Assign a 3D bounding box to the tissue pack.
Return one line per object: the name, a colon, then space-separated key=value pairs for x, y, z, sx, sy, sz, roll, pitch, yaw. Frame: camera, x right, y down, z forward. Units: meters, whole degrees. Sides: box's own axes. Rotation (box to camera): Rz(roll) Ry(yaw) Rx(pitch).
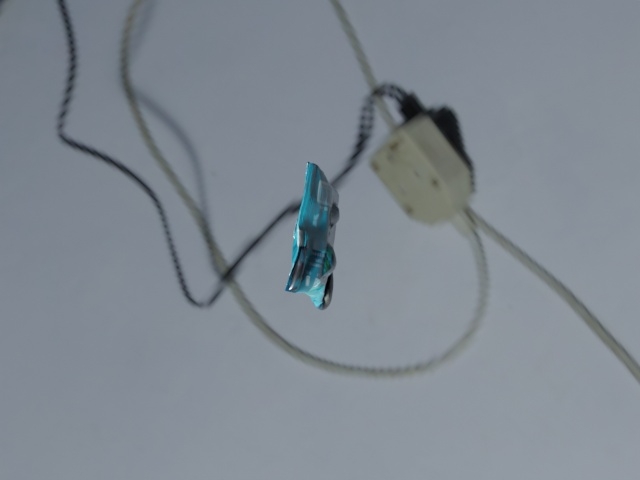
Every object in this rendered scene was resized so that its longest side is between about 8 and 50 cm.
tissue pack: x=0.000 y=0.000 z=1.258 sx=0.028 sy=0.138 sz=0.085 roll=7 pitch=86 yaw=5
